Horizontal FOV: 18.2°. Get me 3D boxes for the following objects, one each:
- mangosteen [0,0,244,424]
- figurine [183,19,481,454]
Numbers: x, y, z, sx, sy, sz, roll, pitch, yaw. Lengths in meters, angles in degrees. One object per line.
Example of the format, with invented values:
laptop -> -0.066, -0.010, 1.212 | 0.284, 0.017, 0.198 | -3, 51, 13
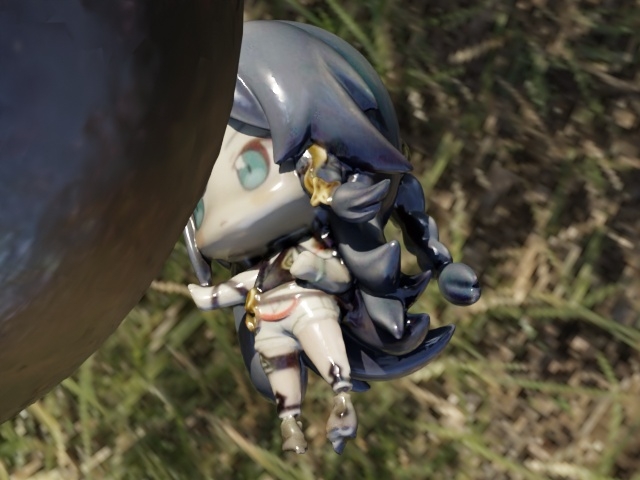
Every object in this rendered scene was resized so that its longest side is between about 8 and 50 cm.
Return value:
mangosteen -> -0.178, -0.075, 0.509 | 0.330, 0.330, 0.330 | -7, 109, -21
figurine -> -0.010, -0.009, 1.244 | 0.175, 0.197, 0.265 | -17, 92, 17
